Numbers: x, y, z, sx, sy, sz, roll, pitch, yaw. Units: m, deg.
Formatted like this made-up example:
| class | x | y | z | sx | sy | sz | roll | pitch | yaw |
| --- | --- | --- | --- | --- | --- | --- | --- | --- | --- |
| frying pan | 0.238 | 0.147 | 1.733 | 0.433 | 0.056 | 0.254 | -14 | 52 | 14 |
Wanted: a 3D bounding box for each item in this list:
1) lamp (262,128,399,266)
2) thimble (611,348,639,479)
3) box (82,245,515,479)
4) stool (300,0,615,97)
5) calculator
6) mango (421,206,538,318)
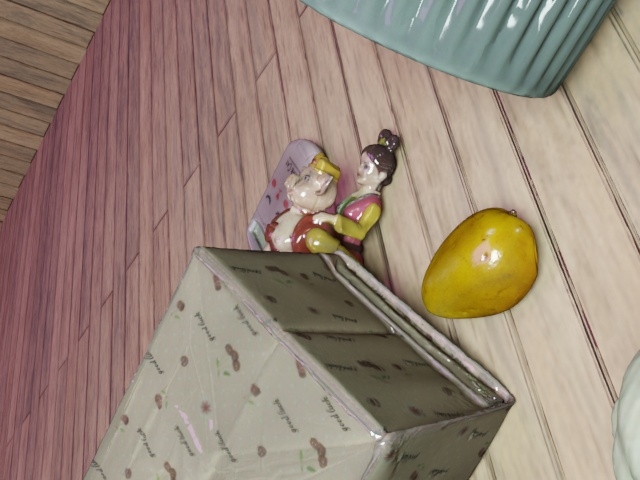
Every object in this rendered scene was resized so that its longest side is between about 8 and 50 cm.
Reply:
| class | x | y | z | sx | sy | sz | roll | pitch | yaw |
| --- | --- | --- | --- | --- | --- | --- | --- | --- | --- |
| lamp | 0.000 | 0.000 | 0.843 | 0.118 | 0.118 | 0.253 | 29 | 103 | 60 |
| thimble | 0.223 | 0.086 | 0.316 | 0.150 | 0.219 | 0.219 | -50 | 37 | 36 |
| box | -0.035 | 0.184 | 0.676 | 0.225 | 0.190 | 0.297 | 40 | 114 | 33 |
| stool | 0.134 | -0.301 | 0.599 | 0.330 | 0.297 | 0.297 | -67 | 29 | 23 |
| calculator | -0.042 | -0.039 | 1.016 | 0.175 | 0.032 | 0.100 | -62 | 31 | 22 |
| mango | 0.124 | 0.022 | 0.669 | 0.114 | 0.060 | 0.080 | -53 | 32 | 39 |
